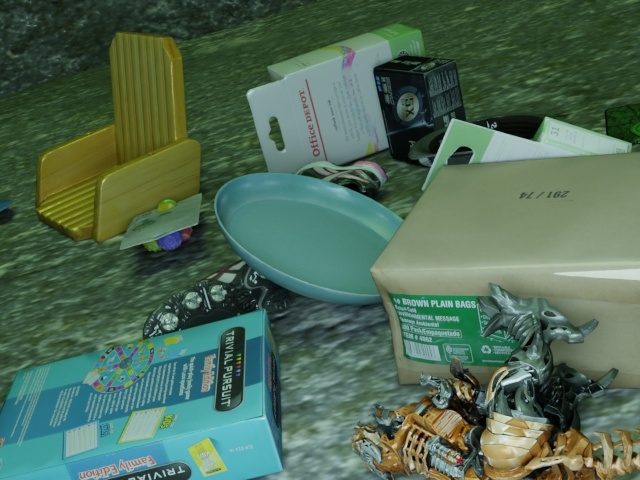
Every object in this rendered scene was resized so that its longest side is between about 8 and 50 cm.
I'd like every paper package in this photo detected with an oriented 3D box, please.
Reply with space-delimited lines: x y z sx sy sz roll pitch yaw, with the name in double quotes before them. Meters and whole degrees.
"paper package" 0.266 0.029 1.211 0.324 0.168 0.309 -2 27 27

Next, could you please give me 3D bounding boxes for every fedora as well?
"fedora" 0.263 -0.110 1.573 0.243 0.124 0.275 -11 15 5

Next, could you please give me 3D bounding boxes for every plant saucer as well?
"plant saucer" 0.000 0.000 1.439 0.317 0.044 0.318 15 28 -9

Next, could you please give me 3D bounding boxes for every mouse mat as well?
"mouse mat" 0.567 -0.206 1.754 0.152 0.007 0.190 -8 25 17

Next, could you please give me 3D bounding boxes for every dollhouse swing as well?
"dollhouse swing" -0.431 -0.218 2.023 0.315 0.305 0.346 -27 27 -26

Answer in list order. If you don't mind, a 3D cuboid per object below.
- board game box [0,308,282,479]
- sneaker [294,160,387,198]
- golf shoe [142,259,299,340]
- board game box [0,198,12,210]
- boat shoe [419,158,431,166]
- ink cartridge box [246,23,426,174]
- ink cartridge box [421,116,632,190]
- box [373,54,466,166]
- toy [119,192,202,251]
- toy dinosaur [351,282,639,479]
"board game box" -0.216 0.210 1.211 0.335 0.079 0.254 -14 23 3
"sneaker" 0.021 -0.092 1.761 0.178 0.072 0.077 -9 34 28
"golf shoe" -0.143 0.095 1.430 0.272 0.105 0.120 -26 10 -38
"board game box" -0.733 -0.045 2.167 0.168 0.033 0.133 -17 18 -17
"boat shoe" 0.253 -0.150 1.750 0.184 0.063 0.066 -20 0 -29
"ink cartridge box" 0.032 -0.261 1.950 0.353 0.207 0.119 -20 25 -12
"ink cartridge box" 0.272 -0.097 1.372 0.235 0.171 0.056 19 57 1
"box" 0.182 -0.230 1.823 0.077 0.180 0.147 -27 26 -28
"toy" -0.267 -0.018 1.785 0.136 0.056 0.237 -19 18 0
"toy dinosaur" 0.193 0.185 0.992 0.321 0.164 0.218 15 48 19
